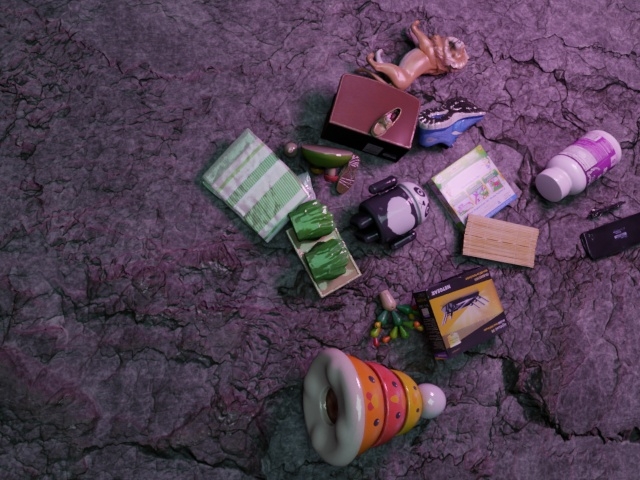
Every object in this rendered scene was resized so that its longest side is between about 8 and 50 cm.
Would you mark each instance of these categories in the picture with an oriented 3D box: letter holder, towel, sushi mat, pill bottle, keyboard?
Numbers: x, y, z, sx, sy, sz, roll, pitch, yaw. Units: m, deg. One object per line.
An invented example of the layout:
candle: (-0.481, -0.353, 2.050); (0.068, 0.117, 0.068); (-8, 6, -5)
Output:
letter holder: (0.181, -0.442, 1.888); (0.302, 0.152, 0.214); (17, 78, -8)
towel: (-0.217, -0.185, 1.813); (0.325, 0.038, 0.248); (44, 90, -1)
sushi mat: (0.665, 0.002, 1.947); (0.316, 0.019, 0.151); (11, 90, -17)
pill bottle: (0.970, -0.276, 1.997); (0.301, 0.169, 0.169); (-34, 89, -12)
keyboard: (1.160, -0.057, 2.073); (0.317, 0.033, 0.201); (-17, 92, -13)

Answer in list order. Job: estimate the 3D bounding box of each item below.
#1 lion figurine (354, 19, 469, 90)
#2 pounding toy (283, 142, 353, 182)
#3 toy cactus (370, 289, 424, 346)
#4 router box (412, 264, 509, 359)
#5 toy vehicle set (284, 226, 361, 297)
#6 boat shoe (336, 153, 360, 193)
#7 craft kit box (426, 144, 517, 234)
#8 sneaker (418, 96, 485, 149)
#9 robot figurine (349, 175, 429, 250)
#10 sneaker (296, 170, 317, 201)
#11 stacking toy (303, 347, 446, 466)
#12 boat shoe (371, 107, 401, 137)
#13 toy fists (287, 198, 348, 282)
lion figurine: (0.345, -0.659, 1.971); (0.392, 0.142, 0.240); (-36, 97, 1)
pounding toy: (-0.010, -0.268, 1.837); (0.237, 0.183, 0.110); (5, 107, -9)
toy cactus: (0.255, 0.260, 1.837); (0.219, 0.112, 0.180); (-24, 77, -4)
router box: (0.494, 0.246, 1.840); (0.309, 0.081, 0.243); (-18, 86, -30)
toy vehicle set: (0.009, 0.046, 1.845); (0.166, 0.035, 0.267); (-28, 88, -13)
boat shoe: (0.095, -0.239, 1.902); (0.056, 0.048, 0.153); (21, 86, -19)
craft kit box: (0.567, -0.191, 1.972); (0.250, 0.061, 0.246); (-34, 92, -13)
sneaker: (0.477, -0.430, 1.962); (0.330, 0.147, 0.130); (-22, 50, -28)
robot figurine: (0.245, -0.092, 1.836); (0.278, 0.209, 0.173); (-27, 58, -12)
sneaker: (-0.047, -0.164, 1.862); (0.061, 0.054, 0.152); (-18, 83, 4)
stacking toy: (0.210, 0.521, 1.722); (0.480, 0.350, 0.350); (3, 81, -28)
boat shoe: (0.224, -0.405, 1.788); (0.050, 0.045, 0.135); (42, 74, -1)
toy fists: (0.000, 0.000, 1.784); (0.142, 0.096, 0.279); (-21, 89, -6)
